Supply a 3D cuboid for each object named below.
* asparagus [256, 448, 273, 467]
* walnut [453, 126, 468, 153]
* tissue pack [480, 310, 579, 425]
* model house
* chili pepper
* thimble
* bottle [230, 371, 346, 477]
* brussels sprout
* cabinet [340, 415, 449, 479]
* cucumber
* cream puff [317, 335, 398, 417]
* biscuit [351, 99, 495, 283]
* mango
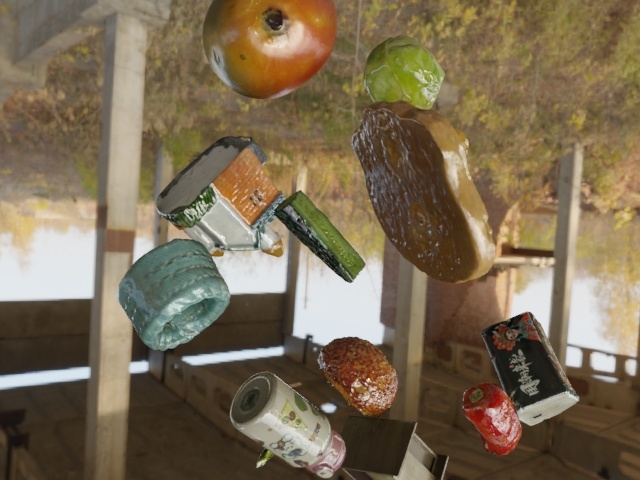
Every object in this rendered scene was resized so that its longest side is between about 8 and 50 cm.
[{"bbox_3d":[-0.110,0.457,1.295,0.021,0.025,0.108,-37,-171,42],"label":"asparagus"},{"bbox_3d":[0.380,-0.270,1.717,0.091,0.121,0.052,23,-124,29],"label":"walnut"},{"bbox_3d":[0.363,0.221,1.028,0.103,0.170,0.090,-31,135,19],"label":"tissue pack"},{"bbox_3d":[-0.208,-0.066,1.459,0.301,0.271,0.190,50,158,-27],"label":"model house"},{"bbox_3d":[0.258,0.266,0.883,0.073,0.123,0.070,-27,-146,13],"label":"chili pepper"},{"bbox_3d":[-0.292,0.113,1.185,0.198,0.143,0.235,-23,158,-34],"label":"thimble"},{"bbox_3d":[-0.048,0.363,1.126,0.253,0.120,0.120,45,160,-28],"label":"bottle"},{"bbox_3d":[0.221,-0.441,1.599,0.223,0.223,0.161,4,-153,20],"label":"brussels sprout"},{"bbox_3d":[0.169,0.550,1.459,0.215,0.148,0.175,-10,130,41],"label":"cabinet"},{"bbox_3d":[-0.003,0.002,1.177,0.062,0.211,0.078,-31,-164,37],"label":"cucumber"},{"bbox_3d":[0.103,0.344,1.529,0.240,0.164,0.240,36,169,8],"label":"cream puff"},{"bbox_3d":[0.184,-0.087,1.094,0.062,0.365,0.385,-28,-162,-13],"label":"biscuit"},{"bbox_3d":[-0.056,-0.243,0.655,0.146,0.129,0.289,-34,-150,18],"label":"mango"}]
